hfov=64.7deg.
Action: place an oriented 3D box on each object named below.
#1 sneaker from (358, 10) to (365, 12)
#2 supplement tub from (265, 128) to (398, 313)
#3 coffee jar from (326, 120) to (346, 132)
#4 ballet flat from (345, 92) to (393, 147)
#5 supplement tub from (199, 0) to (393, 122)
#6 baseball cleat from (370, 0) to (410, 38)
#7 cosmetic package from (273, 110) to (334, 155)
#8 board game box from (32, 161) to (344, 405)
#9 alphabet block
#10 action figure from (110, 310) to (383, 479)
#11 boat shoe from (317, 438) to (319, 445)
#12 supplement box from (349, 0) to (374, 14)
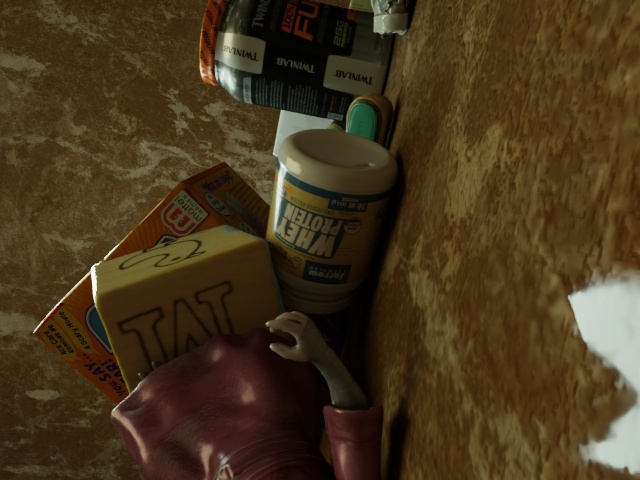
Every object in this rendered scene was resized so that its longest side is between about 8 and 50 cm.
[{"bbox_3d":[0.086,-0.448,1.173,0.235,0.094,0.153,-64,-21,-60],"label":"sneaker"},{"bbox_3d":[0.007,-0.023,0.634,0.144,0.144,0.200,-84,5,-59],"label":"supplement tub"},{"bbox_3d":[0.015,-0.216,1.248,0.184,0.079,0.096,-50,0,-11],"label":"coffee jar"},{"bbox_3d":[0.064,-0.108,0.765,0.073,0.080,0.232,-37,-30,-50],"label":"ballet flat"},{"bbox_3d":[-0.045,-0.351,0.971,0.207,0.338,0.207,-170,90,-87],"label":"supplement tub"},{"bbox_3d":[0.116,-0.365,0.716,0.206,0.072,0.109,90,177,-80],"label":"baseball cleat"},{"bbox_3d":[-0.017,-0.352,1.584,0.138,0.224,0.225,-115,36,-85],"label":"cosmetic package"},{"bbox_3d":[-0.209,0.111,0.970,0.356,0.356,0.356,-43,10,9],"label":"board game box"},{"bbox_3d":[-0.165,0.104,0.656,0.192,0.197,0.193,14,121,64],"label":"alphabet block"},{"bbox_3d":[-0.049,0.219,0.419,0.276,0.248,0.370,57,167,-27],"label":"action figure"},{"bbox_3d":[-0.089,0.438,0.942,0.132,0.130,0.355,-103,24,-84],"label":"boat shoe"},{"bbox_3d":[0.115,-0.580,1.218,0.056,0.083,0.083,-86,6,-77],"label":"supplement box"}]
